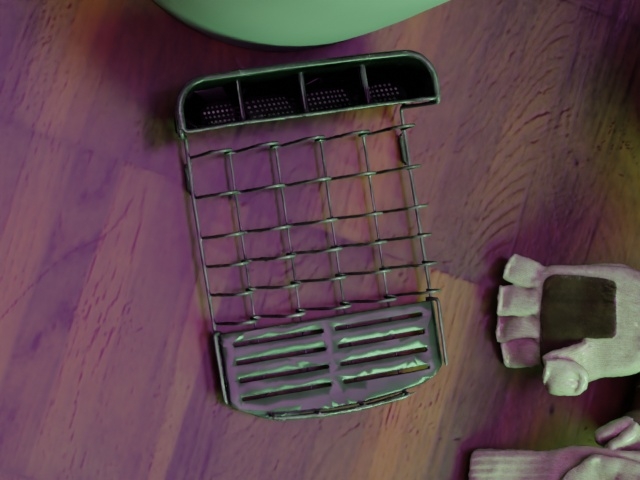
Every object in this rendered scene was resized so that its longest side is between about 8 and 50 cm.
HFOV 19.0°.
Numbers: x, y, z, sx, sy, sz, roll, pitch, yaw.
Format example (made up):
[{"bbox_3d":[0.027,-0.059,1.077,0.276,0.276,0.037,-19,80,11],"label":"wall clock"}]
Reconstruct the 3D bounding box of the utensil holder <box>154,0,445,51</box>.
[{"bbox_3d":[0.018,-0.306,1.332,0.327,0.385,0.328,1,88,-15],"label":"utensil holder"}]

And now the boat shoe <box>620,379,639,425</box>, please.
[{"bbox_3d":[0.402,0.169,1.562,0.324,0.122,0.120,22,78,-15],"label":"boat shoe"}]

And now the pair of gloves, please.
[{"bbox_3d":[0.220,0.133,1.495,0.204,0.042,0.240,8,80,23],"label":"pair of gloves"}]

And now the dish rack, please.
[{"bbox_3d":[0.000,0.000,1.476,0.208,0.074,0.271,-9,90,-15],"label":"dish rack"}]
